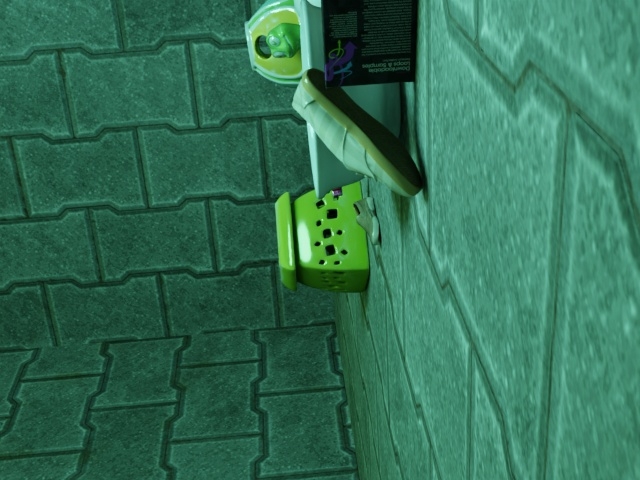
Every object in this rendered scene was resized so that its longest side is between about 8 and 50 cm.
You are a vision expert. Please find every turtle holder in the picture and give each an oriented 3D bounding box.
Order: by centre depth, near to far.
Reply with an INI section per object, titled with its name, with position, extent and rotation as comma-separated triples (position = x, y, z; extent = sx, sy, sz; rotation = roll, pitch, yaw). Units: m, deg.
[turtle holder]
position = -0.050, -0.440, 2.064
extent = 0.320, 0.228, 0.243
rotation = -98, 0, -50

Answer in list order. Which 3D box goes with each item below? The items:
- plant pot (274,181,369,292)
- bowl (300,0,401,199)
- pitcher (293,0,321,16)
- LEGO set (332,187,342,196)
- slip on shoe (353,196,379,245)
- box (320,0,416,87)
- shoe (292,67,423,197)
[plant pot]
position = 0.000, 0.000, 2.178
extent = 0.227, 0.207, 0.228
rotation = 90, 176, -72
[bowl]
position = 0.046, -0.215, 1.373
extent = 0.298, 0.134, 0.297
rotation = 175, 90, -87
[pitcher]
position = 0.028, -0.455, 1.772
extent = 0.207, 0.126, 0.177
rotation = -162, 52, -76
[LEGO set]
position = 0.049, -0.217, 1.892
extent = 0.093, 0.087, 0.227
rotation = 41, -138, -71
[slip on shoe]
position = 0.091, -0.038, 1.806
extent = 0.135, 0.041, 0.051
rotation = -97, 3, -48
[box]
position = 0.059, -0.266, 1.123
extent = 0.029, 0.116, 0.162
rotation = -94, 1, -50
[shoe]
position = 0.046, -0.131, 1.185
extent = 0.219, 0.058, 0.077
rotation = 48, -149, 13
